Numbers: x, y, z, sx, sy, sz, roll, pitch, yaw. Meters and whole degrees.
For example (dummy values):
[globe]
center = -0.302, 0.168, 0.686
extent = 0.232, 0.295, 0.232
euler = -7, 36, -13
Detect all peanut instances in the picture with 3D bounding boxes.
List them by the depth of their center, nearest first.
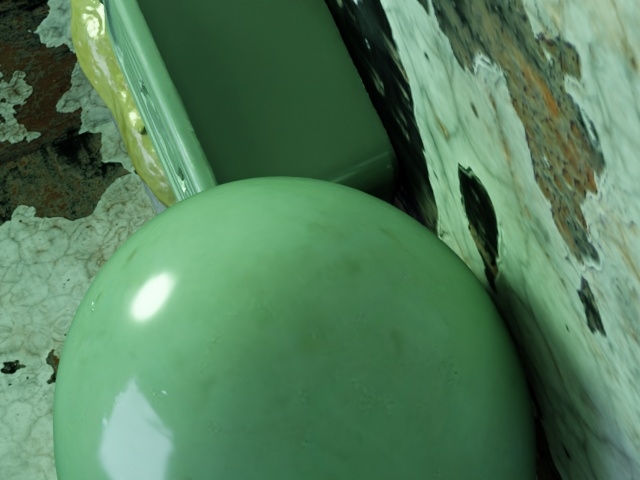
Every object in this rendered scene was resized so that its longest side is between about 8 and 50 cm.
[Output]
[peanut]
center = -0.147, -0.143, 1.750
extent = 0.313, 0.149, 0.149
euler = 61, 171, 13

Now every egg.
[egg]
center = -0.013, 0.121, 1.021
extent = 0.389, 0.276, 0.276
euler = 72, 172, -55

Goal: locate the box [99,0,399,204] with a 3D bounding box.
[box]
center = -0.048, -0.093, 1.189
extent = 0.163, 0.135, 0.243
euler = 100, 148, -74
